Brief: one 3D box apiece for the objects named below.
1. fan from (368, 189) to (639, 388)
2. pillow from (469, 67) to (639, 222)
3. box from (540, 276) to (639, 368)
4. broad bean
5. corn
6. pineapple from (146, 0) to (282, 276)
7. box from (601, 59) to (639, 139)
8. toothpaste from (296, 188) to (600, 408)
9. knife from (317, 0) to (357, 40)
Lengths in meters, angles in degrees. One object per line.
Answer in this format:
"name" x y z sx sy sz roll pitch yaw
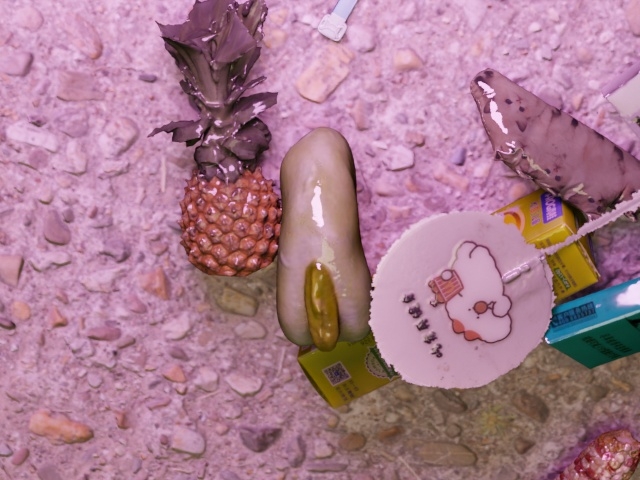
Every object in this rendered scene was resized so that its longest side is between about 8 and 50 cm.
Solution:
"fan" 0.198 0.026 1.644 0.329 0.009 0.191 -29 110 1
"pillow" 0.242 -0.080 1.683 0.241 0.093 0.051 32 152 -14
"box" 0.353 0.067 1.715 0.226 0.161 0.042 -22 69 19
"broad bean" 0.000 0.000 1.676 0.100 0.228 0.169 -6 154 0
"corn" 0.274 0.301 1.888 0.079 0.079 0.237 31 112 -11
"pineapple" -0.093 -0.102 1.677 0.130 0.119 0.277 16 125 38
"box" 0.381 -0.156 1.660 0.177 0.036 0.115 -37 108 21
"toothpaste" 0.128 0.058 1.749 0.327 0.110 0.077 -28 110 17
"knife" 0.029 -0.240 1.658 0.027 0.010 0.096 28 114 -9
